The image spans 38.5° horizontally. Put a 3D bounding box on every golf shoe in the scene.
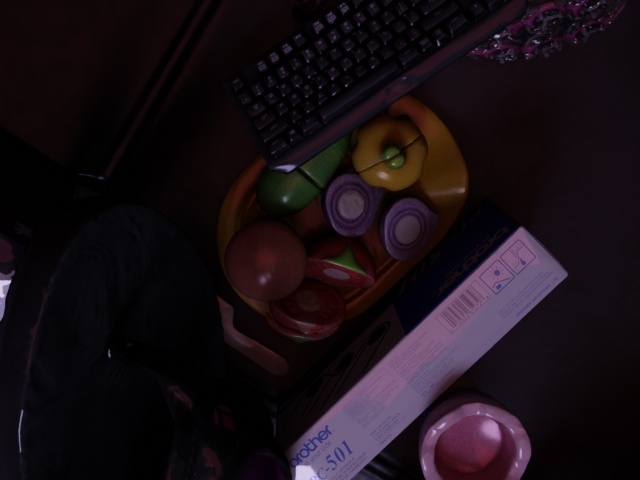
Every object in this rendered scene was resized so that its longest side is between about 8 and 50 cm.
[{"bbox_3d":[0.163,-0.173,0.562,0.186,0.067,0.086,-23,73,6],"label":"golf shoe"}]

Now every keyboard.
[{"bbox_3d":[0.023,-0.129,0.552,0.180,0.023,0.108,-33,65,10],"label":"keyboard"}]

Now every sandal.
[{"bbox_3d":[-0.070,0.178,0.525,0.107,0.167,0.446,8,120,23],"label":"sandal"}]

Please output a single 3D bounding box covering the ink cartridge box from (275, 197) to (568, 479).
[{"bbox_3d":[0.057,0.067,0.589,0.046,0.097,0.207,44,97,-10],"label":"ink cartridge box"}]

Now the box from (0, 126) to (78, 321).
[{"bbox_3d":[-0.361,0.018,0.488,0.343,0.179,0.312,35,100,-22],"label":"box"}]

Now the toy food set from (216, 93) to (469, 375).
[{"bbox_3d":[0.000,0.000,0.584,0.128,0.071,0.218,43,98,-11],"label":"toy food set"}]

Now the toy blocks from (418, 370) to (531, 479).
[{"bbox_3d":[0.166,0.270,0.559,0.288,0.260,0.309,14,102,-6],"label":"toy blocks"}]
